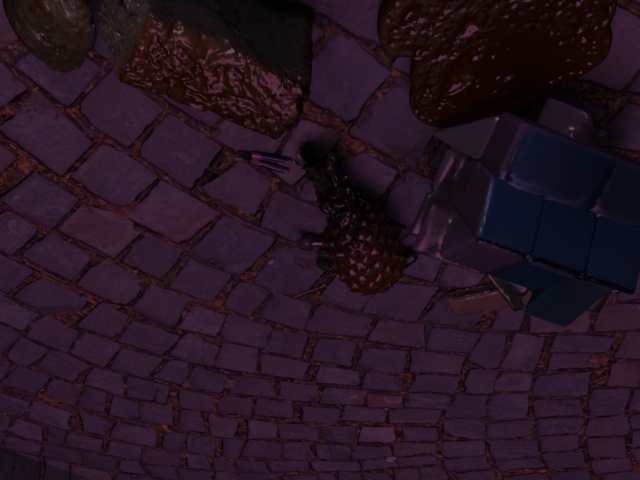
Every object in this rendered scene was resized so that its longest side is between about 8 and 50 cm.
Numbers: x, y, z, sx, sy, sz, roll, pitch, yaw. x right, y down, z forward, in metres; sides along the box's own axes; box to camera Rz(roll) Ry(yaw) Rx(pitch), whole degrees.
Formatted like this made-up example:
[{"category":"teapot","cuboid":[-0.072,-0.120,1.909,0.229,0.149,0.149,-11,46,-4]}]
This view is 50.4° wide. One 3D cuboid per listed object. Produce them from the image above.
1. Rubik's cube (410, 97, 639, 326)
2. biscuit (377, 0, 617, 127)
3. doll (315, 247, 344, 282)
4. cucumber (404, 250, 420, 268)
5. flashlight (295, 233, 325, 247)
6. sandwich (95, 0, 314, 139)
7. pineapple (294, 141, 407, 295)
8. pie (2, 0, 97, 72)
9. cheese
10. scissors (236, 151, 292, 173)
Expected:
[{"category":"Rubik's cube","cuboid":[0.361,-0.060,1.176,0.387,0.368,0.358,21,107,-8]},{"category":"biscuit","cuboid":[0.271,-0.335,1.097,0.359,0.074,0.381,26,137,-18]},{"category":"doll","cuboid":[0.061,0.064,1.577,0.150,0.077,0.115,15,128,8]},{"category":"cucumber","cuboid":[0.175,0.060,1.576,0.039,0.039,0.168,27,137,-21]},{"category":"flashlight","cuboid":[0.000,0.000,1.540,0.110,0.031,0.052,-1,162,4]},{"category":"sandwich","cuboid":[-0.169,-0.316,1.036,0.325,0.262,0.131,20,131,-15]},{"category":"pineapple","cuboid":[0.063,-0.045,1.385,0.175,0.175,0.361,-10,133,18]},{"category":"pie","cuboid":[-0.440,-0.367,1.068,0.248,0.090,0.201,-9,110,59]},{"category":"cheese","cuboid":[0.500,0.119,1.604,0.400,0.034,0.085,-13,130,20]},{"category":"scissors","cuboid":[-0.115,-0.163,1.385,0.113,0.012,0.039,12,138,-6]}]
